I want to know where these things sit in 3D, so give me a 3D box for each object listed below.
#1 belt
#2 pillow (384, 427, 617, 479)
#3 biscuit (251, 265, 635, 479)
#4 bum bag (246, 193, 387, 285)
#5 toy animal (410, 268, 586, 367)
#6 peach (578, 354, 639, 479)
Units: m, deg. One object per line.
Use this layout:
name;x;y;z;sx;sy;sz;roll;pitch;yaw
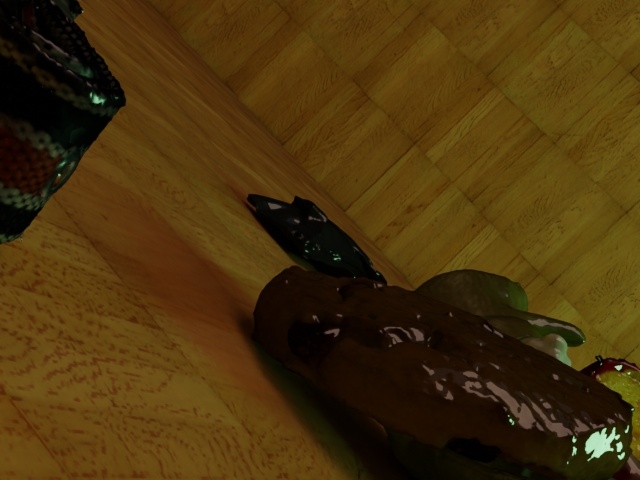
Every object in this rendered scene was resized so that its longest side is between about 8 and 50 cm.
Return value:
belt;-0.173;-0.104;0.659;0.126;0.094;0.359;45;5;-30
pillow;0.189;0.209;1.030;0.281;0.076;0.274;24;-4;12
biscuit;0.092;0.088;0.937;0.296;0.075;0.296;22;5;-2
bum bag;0.000;0.000;1.617;0.123;0.060;0.248;49;6;27
toy animal;0.224;0.155;1.621;0.180;0.181;0.363;31;8;-24
peach;0.334;0.236;1.471;0.190;0.226;0.196;20;-22;35
